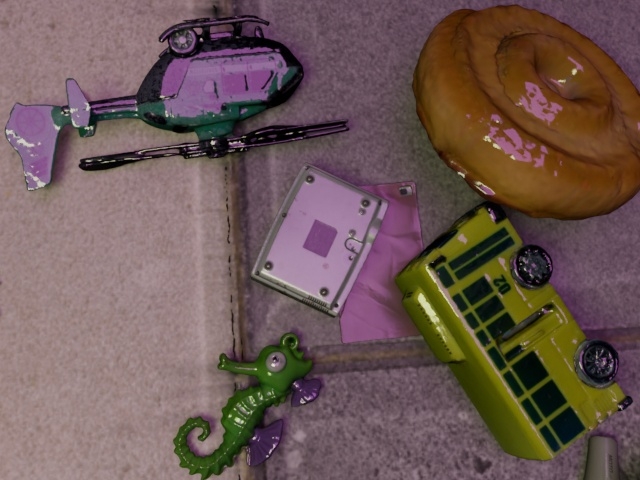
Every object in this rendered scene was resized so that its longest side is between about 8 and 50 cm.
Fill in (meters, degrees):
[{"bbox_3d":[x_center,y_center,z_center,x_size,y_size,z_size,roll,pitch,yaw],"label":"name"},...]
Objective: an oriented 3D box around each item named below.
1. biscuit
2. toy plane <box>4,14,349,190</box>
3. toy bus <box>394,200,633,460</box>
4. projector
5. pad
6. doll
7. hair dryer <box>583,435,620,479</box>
[{"bbox_3d":[0.249,-0.158,0.838,0.296,0.102,0.296,11,54,-16],"label":"biscuit"},{"bbox_3d":[-0.165,-0.161,0.850,0.382,0.106,0.155,-10,93,-14],"label":"toy plane"},{"bbox_3d":[0.201,0.100,0.822,0.150,0.128,0.262,-32,86,-13],"label":"toy bus"},{"bbox_3d":[0.000,0.000,0.849,0.115,0.061,0.147,25,82,0],"label":"projector"},{"bbox_3d":[0.070,0.025,0.886,0.113,0.006,0.187,-5,82,-9],"label":"pad"},{"bbox_3d":[-0.082,0.183,0.818,0.115,0.050,0.190,38,80,-2],"label":"doll"},{"bbox_3d":[0.263,0.289,0.848,0.199,0.067,0.167,20,68,12],"label":"hair dryer"}]
